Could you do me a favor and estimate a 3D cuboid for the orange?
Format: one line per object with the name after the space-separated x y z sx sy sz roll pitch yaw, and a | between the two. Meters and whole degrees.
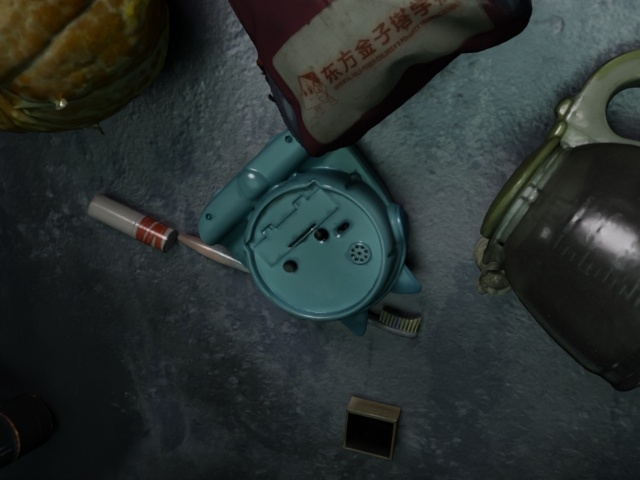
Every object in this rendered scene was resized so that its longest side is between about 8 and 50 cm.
-0.335 -0.264 0.731 0.329 0.249 0.329 11 159 5 | orange

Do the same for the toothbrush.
-0.036 0.061 0.938 0.375 0.028 0.037 20 112 8 | toothbrush

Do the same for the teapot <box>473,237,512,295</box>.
0.215 0.036 0.813 0.057 0.083 0.067 32 117 -3 | teapot

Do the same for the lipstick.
-0.279 -0.026 0.972 0.131 0.038 0.038 26 119 6 | lipstick

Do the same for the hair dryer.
-0.647 0.250 1.158 0.107 0.189 0.352 -37 85 27 | hair dryer

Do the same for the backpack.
0.022 -0.281 0.672 0.283 0.197 0.317 -31 90 28 | backpack

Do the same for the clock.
0.000 0.000 0.845 0.274 0.094 0.223 46 112 -2 | clock

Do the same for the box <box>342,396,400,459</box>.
0.077 0.288 0.999 0.079 0.035 0.083 9 115 14 | box

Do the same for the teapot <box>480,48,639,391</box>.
0.311 -0.031 0.671 0.239 0.239 0.321 36 126 15 | teapot
